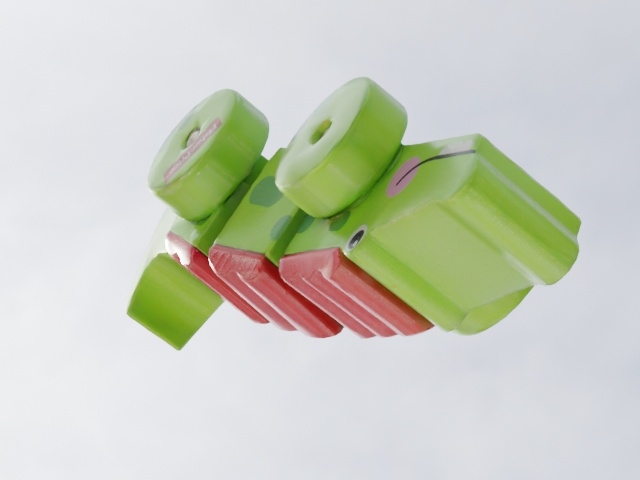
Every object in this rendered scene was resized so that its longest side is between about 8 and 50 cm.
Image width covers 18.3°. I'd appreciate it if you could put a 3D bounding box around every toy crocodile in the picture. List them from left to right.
[{"bbox_3d":[0.000,0.000,0.930,0.115,0.105,0.340,40,-18,-24],"label":"toy crocodile"}]
